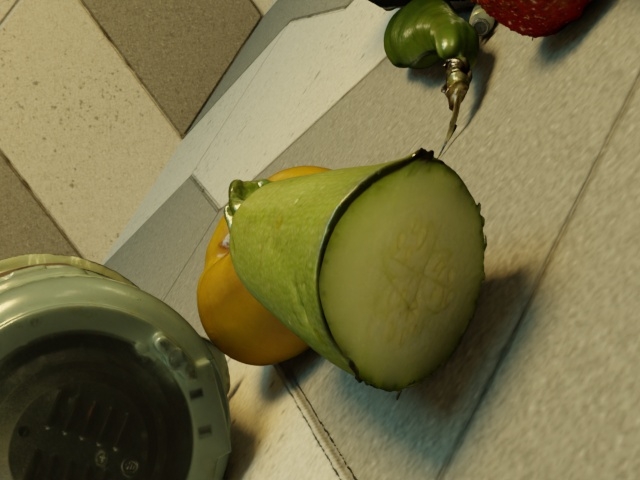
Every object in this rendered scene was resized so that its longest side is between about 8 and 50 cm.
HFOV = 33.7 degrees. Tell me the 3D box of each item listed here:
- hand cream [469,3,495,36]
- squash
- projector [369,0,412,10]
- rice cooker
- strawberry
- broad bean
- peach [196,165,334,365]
[{"bbox_3d":[0.151,-0.214,0.968,0.035,0.022,0.102,-48,11,33],"label":"hand cream"},{"bbox_3d":[0.008,0.014,0.682,0.137,0.137,0.287,-57,19,-10],"label":"squash"},{"bbox_3d":[0.145,-0.449,1.076,0.405,0.242,0.395,-55,16,2],"label":"projector"},{"bbox_3d":[-0.217,0.144,0.873,0.316,0.264,0.316,-15,7,2],"label":"rice cooker"},{"bbox_3d":[0.153,-0.198,0.768,0.106,0.106,0.106,-50,16,19],"label":"strawberry"},{"bbox_3d":[0.095,-0.178,0.976,0.318,0.056,0.098,-92,26,-66],"label":"broad bean"},{"bbox_3d":[-0.029,0.015,0.862,0.179,0.103,0.179,-46,20,23],"label":"peach"}]
